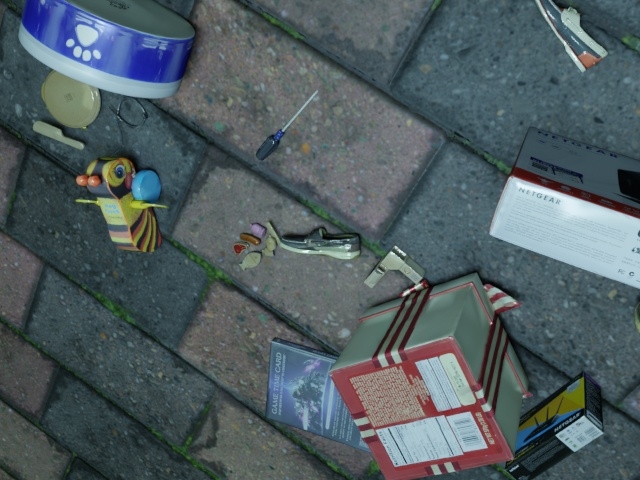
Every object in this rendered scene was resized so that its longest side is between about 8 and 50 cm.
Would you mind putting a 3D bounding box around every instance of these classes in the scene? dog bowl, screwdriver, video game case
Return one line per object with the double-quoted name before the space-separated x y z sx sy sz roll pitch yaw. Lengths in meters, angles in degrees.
"dog bowl" -0.346 -0.342 1.058 0.265 0.265 0.104 30 116 9
"screwdriver" -0.060 -0.203 1.136 0.024 0.025 0.170 46 120 0
"video game case" 0.020 0.321 1.314 0.274 0.026 0.196 14 115 18

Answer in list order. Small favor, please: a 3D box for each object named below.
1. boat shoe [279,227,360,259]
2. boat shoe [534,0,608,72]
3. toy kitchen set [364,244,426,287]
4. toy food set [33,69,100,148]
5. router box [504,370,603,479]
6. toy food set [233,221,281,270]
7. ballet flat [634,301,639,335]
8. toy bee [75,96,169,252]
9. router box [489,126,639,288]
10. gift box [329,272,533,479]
"boat shoe" 0.000 0.000 1.180 0.152 0.056 0.049 7 108 9
"boat shoe" 0.353 -0.305 0.914 0.043 0.049 0.137 -36 97 26
"toy kitchen set" 0.127 0.070 1.144 0.075 0.068 0.083 40 120 3
"toy food set" -0.493 -0.288 1.276 0.132 0.038 0.192 24 113 4
"router box" 0.398 0.321 1.097 0.046 0.133 0.179 42 119 2
"toy food set" -0.125 0.006 1.251 0.122 0.019 0.078 -24 100 36
"ballet flat" 0.650 0.106 0.933 0.348 0.123 0.123 -14 104 26
"toy bee" -0.403 -0.099 1.239 0.195 0.162 0.298 -17 103 29
"router box" 0.413 -0.036 0.853 0.335 0.301 0.082 20 117 13
"gift box" 0.211 0.219 1.061 0.276 0.258 0.255 -17 103 26
